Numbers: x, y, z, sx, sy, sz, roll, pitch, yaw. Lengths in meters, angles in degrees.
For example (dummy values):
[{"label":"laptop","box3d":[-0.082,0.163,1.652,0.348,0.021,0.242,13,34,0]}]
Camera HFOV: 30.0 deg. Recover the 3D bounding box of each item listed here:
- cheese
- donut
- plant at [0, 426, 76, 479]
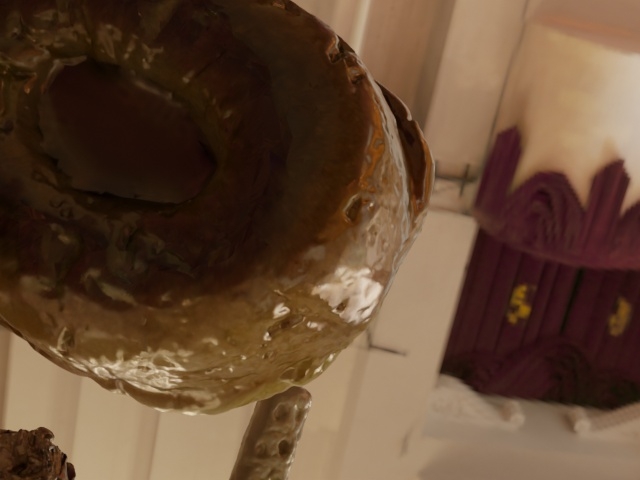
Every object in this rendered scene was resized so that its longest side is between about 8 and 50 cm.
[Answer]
[{"label":"cheese","box3d":[-0.064,0.251,1.335,0.065,0.194,0.043,21,178,-10]},{"label":"donut","box3d":[-0.083,-0.034,0.579,0.261,0.208,0.128,25,171,17]},{"label":"plant","box3d":[-0.308,0.251,1.209,0.116,0.122,0.104,-30,-118,-25]}]
